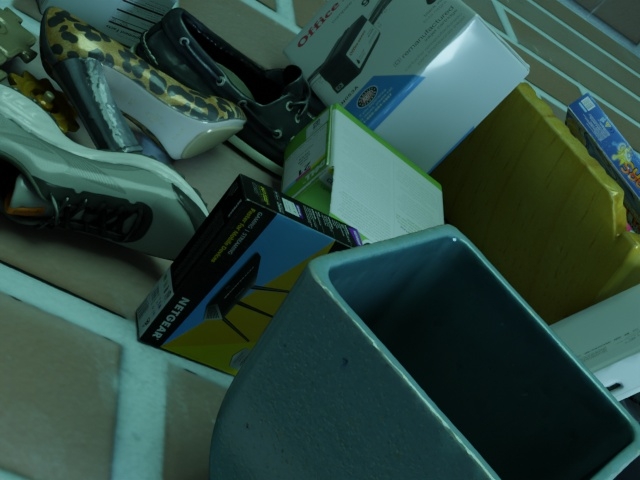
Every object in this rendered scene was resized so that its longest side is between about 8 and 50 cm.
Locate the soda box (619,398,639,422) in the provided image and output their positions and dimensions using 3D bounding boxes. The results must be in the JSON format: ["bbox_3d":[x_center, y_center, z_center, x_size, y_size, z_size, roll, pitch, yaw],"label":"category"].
[{"bbox_3d":[0.388,0.253,1.414,0.074,0.069,0.216,25,31,-27],"label":"soda box"}]

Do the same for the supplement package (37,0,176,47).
[{"bbox_3d":[-0.251,-0.387,1.410,0.149,0.203,0.194,16,35,-39],"label":"supplement package"}]

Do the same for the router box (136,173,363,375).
[{"bbox_3d":[-0.064,0.039,1.033,0.133,0.179,0.046,24,29,-29],"label":"router box"}]

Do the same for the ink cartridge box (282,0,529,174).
[{"bbox_3d":[0.105,-0.246,1.553,0.129,0.223,0.307,37,12,-35],"label":"ink cartridge box"}]

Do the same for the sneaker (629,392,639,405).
[{"bbox_3d":[0.468,0.171,1.317,0.109,0.130,0.286,21,6,-44],"label":"sneaker"}]

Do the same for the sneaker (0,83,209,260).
[{"bbox_3d":[-0.227,-0.040,1.053,0.271,0.100,0.108,25,39,-15],"label":"sneaker"}]

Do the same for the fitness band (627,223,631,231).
[{"bbox_3d":[0.403,-0.097,1.845,0.209,0.054,0.291,56,-1,-23],"label":"fitness band"}]

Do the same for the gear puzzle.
[{"bbox_3d":[-0.385,-0.220,1.174,0.339,0.044,0.175,39,25,-8],"label":"gear puzzle"}]

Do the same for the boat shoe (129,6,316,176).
[{"bbox_3d":[-0.071,-0.179,1.426,0.340,0.113,0.127,32,27,-17],"label":"boat shoe"}]

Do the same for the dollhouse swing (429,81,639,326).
[{"bbox_3d":[0.370,-0.048,1.629,0.305,0.315,0.347,-10,53,-35],"label":"dollhouse swing"}]

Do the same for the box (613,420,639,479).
[{"bbox_3d":[0.460,0.392,1.206,0.395,0.097,0.318,24,46,-30],"label":"box"}]

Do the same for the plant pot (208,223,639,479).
[{"bbox_3d":[0.058,0.170,0.910,0.248,0.252,0.247,49,29,16],"label":"plant pot"}]

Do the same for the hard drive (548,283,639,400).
[{"bbox_3d":[0.310,0.126,1.285,0.040,0.203,0.307,63,13,-2],"label":"hard drive"}]

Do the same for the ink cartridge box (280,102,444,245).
[{"bbox_3d":[0.049,-0.011,1.317,0.189,0.097,0.255,35,34,-25],"label":"ink cartridge box"}]

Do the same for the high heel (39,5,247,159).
[{"bbox_3d":[-0.188,-0.183,1.264,0.261,0.093,0.186,-18,77,-57],"label":"high heel"}]

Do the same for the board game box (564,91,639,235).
[{"bbox_3d":[0.398,-0.090,1.522,0.201,0.035,0.136,56,0,16],"label":"board game box"}]
